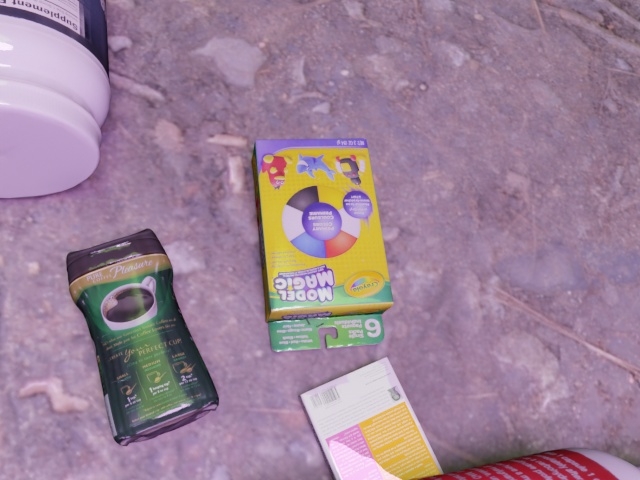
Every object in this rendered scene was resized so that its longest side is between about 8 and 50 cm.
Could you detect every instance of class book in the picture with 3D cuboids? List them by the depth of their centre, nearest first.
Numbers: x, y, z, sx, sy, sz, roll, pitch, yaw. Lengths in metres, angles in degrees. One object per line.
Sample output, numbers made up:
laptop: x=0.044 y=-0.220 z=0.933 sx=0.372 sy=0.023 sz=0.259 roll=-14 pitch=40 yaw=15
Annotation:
book: x=0.051 y=0.198 z=0.600 sx=0.096 sy=0.035 sz=0.144 roll=-20 pitch=73 yaw=-15

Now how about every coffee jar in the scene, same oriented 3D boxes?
coffee jar: x=-0.166 y=0.084 z=0.576 sx=0.096 sy=0.079 sz=0.185 roll=-18 pitch=73 yaw=-16

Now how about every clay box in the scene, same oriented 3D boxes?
clay box: x=0.000 y=0.000 z=0.660 sx=0.127 sy=0.053 sz=0.222 roll=-3 pitch=68 yaw=-12

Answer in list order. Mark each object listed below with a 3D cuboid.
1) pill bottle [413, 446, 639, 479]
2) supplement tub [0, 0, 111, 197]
pill bottle: x=0.146 y=0.289 z=0.471 sx=0.407 sy=0.229 sz=0.229 roll=-6 pitch=69 yaw=-15
supplement tub: x=-0.305 y=-0.199 z=0.605 sx=0.191 sy=0.191 sz=0.273 roll=-4 pitch=69 yaw=-13
